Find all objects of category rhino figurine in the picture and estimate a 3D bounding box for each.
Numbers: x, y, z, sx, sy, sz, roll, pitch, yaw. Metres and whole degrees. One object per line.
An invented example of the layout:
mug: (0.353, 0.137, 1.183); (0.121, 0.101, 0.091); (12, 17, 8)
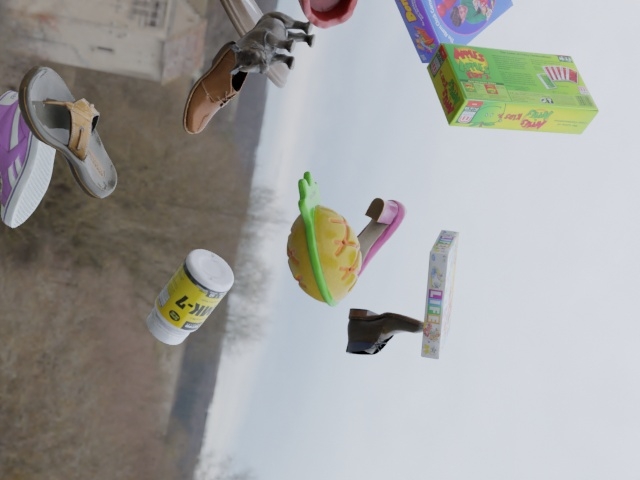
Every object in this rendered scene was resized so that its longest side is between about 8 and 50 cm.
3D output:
rhino figurine: (-0.094, -0.342, 1.615); (0.243, 0.106, 0.073); (-57, 160, -52)

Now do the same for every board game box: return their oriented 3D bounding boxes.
board game box: (0.167, 0.074, 1.270); (0.103, 0.026, 0.154); (-48, 143, -66)
board game box: (0.222, -0.174, 1.056); (0.043, 0.181, 0.092); (118, -35, -48)
board game box: (0.238, -0.570, 1.849); (0.078, 0.233, 0.347); (13, -41, 52)

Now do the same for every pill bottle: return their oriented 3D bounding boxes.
pill bottle: (-0.295, 0.130, 2.038); (0.208, 0.119, 0.119); (-51, -162, 27)

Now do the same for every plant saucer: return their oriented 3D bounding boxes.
plant saucer: (-0.140, -0.449, 1.920); (0.278, 0.041, 0.278); (56, 11, -17)

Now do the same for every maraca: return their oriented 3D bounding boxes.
maraca: (0.000, 0.000, 1.237); (0.127, 0.099, 0.186); (-70, 147, -72)

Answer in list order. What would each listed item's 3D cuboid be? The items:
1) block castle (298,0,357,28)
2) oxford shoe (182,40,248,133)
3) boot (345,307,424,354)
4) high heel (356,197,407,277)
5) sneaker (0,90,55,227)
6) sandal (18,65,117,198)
block castle: (0.057, -0.525, 1.176); (0.453, 0.302, 0.213); (76, -12, -45)
oxford shoe: (-0.212, -0.303, 1.877); (0.212, 0.076, 0.076); (-57, 149, 12)
boot: (0.149, 0.220, 2.093); (0.219, 0.082, 0.106); (3, -104, 43)
high heel: (0.104, 0.018, 1.997); (0.117, 0.082, 0.244); (14, 103, -54)
sneaker: (-0.654, -0.178, 1.930); (0.102, 0.161, 0.282); (-37, 149, -74)
sandal: (-0.306, -0.136, 1.160); (0.219, 0.060, 0.090); (66, 28, -45)
